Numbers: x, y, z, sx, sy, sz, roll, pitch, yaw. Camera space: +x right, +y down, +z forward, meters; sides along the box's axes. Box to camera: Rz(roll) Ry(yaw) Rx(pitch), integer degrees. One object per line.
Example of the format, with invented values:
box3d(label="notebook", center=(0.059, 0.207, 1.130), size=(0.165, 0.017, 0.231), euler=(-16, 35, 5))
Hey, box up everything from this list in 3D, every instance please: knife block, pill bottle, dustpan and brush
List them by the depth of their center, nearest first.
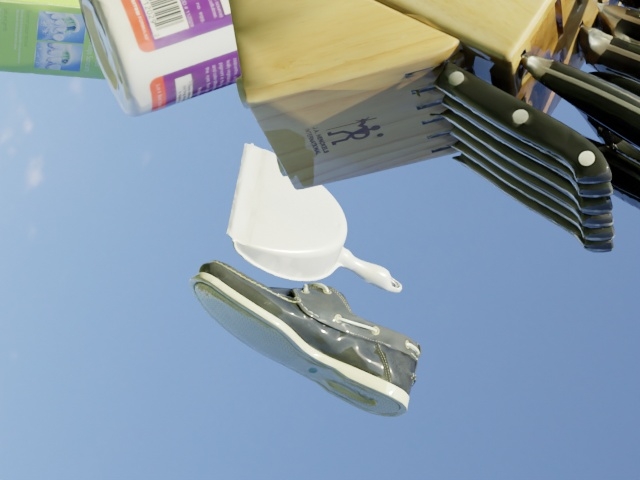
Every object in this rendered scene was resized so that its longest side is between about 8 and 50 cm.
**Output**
box3d(label="knife block", center=(0.081, -0.123, 0.549), size=(0.242, 0.088, 0.275), euler=(-14, -115, 6))
box3d(label="pill bottle", center=(-0.058, -0.164, 0.867), size=(0.194, 0.108, 0.108), euler=(-21, -150, -14))
box3d(label="dustpan and brush", center=(0.000, 0.000, 1.313), size=(0.147, 0.211, 0.060), euler=(-82, -161, -44))

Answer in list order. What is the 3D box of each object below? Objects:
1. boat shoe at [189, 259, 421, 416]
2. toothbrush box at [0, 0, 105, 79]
box3d(label="boat shoe", center=(-0.012, 0.076, 1.162), size=(0.084, 0.233, 0.079), euler=(-31, -148, 62))
box3d(label="toothbrush box", center=(-0.273, -0.279, 1.269), size=(0.122, 0.283, 0.206), euler=(115, -27, -59))
